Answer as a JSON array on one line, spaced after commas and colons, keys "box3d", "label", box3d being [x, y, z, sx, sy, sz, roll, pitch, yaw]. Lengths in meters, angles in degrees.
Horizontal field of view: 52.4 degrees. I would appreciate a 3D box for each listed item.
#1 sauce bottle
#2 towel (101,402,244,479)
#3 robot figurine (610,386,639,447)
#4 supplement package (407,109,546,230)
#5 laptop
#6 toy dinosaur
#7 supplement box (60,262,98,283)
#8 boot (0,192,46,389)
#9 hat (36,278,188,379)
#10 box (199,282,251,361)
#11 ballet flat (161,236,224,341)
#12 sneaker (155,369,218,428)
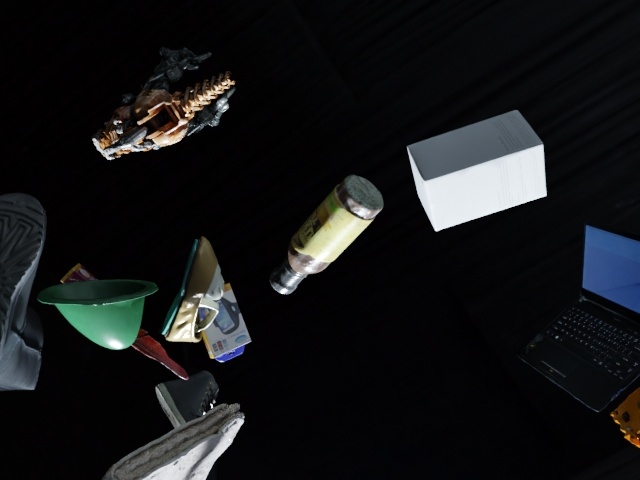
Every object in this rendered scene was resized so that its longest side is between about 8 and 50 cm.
[{"box3d": [0.000, 0.000, 1.477, 0.112, 0.344, 0.111, 28, -145, -21], "label": "sauce bottle"}, {"box3d": [-0.223, 0.337, 0.914, 0.049, 0.187, 0.282, 39, -158, 18], "label": "towel"}, {"box3d": [0.492, 0.156, 0.728, 0.211, 0.291, 0.085, 33, -156, -25], "label": "robot figurine"}, {"box3d": [0.239, -0.108, 1.001, 0.105, 0.180, 0.105, -104, -5, -48], "label": "supplement package"}, {"box3d": [0.470, 0.118, 1.127, 0.136, 0.264, 0.234, 50, 177, -20], "label": "laptop"}, {"box3d": [-0.264, -0.220, 1.140, 0.218, 0.322, 0.164, -55, -38, -42], "label": "toy dinosaur"}, {"box3d": [-0.560, 0.101, 1.533, 0.083, 0.043, 0.055, 44, -175, -12], "label": "supplement box"}, {"box3d": [-0.664, 0.136, 1.416, 0.445, 0.146, 0.366, 121, 163, -70], "label": "boot"}, {"box3d": [-0.338, 0.165, 1.045, 0.173, 0.209, 0.183, -83, -8, -82], "label": "hat"}, {"box3d": [-0.186, 0.157, 1.223, 0.028, 0.081, 0.136, -19, 93, 61], "label": "box"}, {"box3d": [-0.186, 0.080, 1.007, 0.073, 0.232, 0.080, 18, -134, -13], "label": "ballet flat"}, {"box3d": [-0.248, 0.350, 1.346, 0.222, 0.118, 0.083, 42, 144, 43], "label": "sneaker"}]
